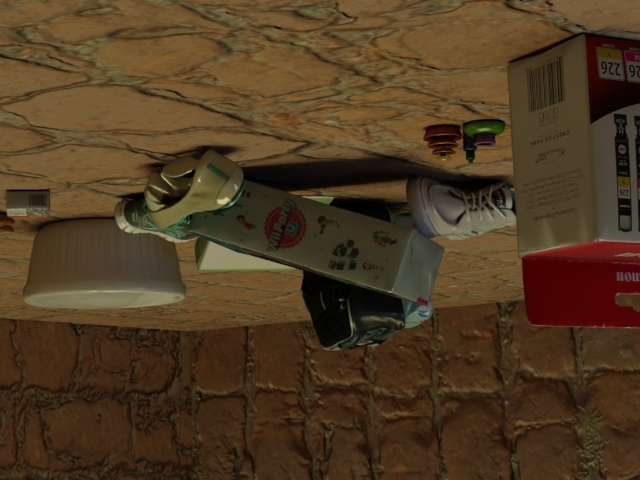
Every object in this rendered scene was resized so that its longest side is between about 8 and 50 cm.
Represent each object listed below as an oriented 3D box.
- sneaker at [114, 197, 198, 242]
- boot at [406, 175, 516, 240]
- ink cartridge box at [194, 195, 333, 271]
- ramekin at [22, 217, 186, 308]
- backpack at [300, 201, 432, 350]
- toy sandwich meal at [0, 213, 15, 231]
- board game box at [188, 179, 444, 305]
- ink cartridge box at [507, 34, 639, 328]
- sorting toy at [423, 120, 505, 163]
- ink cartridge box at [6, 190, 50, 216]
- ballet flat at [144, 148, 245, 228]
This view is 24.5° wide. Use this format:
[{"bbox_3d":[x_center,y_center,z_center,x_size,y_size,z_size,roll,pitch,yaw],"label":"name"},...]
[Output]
[{"bbox_3d":[-0.224,-0.035,2.223,0.166,0.065,0.076,3,167,-38],"label":"sneaker"},{"bbox_3d":[0.215,-0.056,2.138,0.123,0.095,0.258,-16,172,20],"label":"boot"},{"bbox_3d":[-0.093,-0.028,2.338,0.171,0.056,0.235,0,148,-18],"label":"ink cartridge box"},{"bbox_3d":[-0.363,0.040,2.481,0.273,0.127,0.273,-1,171,0],"label":"ramekin"},{"bbox_3d":[0.065,0.065,2.382,0.191,0.225,0.253,-3,164,-20],"label":"backpack"},{"bbox_3d":[-0.522,-0.025,2.329,0.085,0.029,0.085,-2,172,0],"label":"toy sandwich meal"},{"bbox_3d":[0.000,0.000,2.067,0.303,0.097,0.224,17,177,18],"label":"board game box"},{"bbox_3d":[0.356,-0.049,1.499,0.309,0.272,0.130,2,171,-29],"label":"ink cartridge box"},{"bbox_3d":[0.177,-0.117,1.790,0.102,0.042,0.061,-5,171,22],"label":"sorting toy"},{"bbox_3d":[-0.431,-0.050,2.171,0.063,0.029,0.115,-1,171,-11],"label":"ink cartridge box"},{"bbox_3d":[-0.185,-0.073,1.953,0.086,0.086,0.248,3,169,-32],"label":"ballet flat"}]
